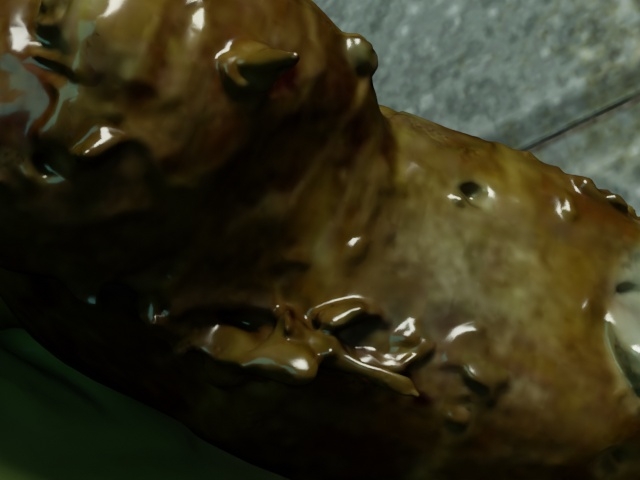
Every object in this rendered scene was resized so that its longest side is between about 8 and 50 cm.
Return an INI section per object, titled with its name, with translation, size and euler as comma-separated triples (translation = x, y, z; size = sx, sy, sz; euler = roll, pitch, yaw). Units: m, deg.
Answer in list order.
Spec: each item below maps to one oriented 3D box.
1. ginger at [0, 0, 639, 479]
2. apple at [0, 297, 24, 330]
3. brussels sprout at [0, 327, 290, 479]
[ginger]
translation = 0.000, 0.000, 0.576
size = 0.418, 0.254, 0.176
euler = 24, 70, -6
[apple]
translation = -0.146, -0.054, 0.799
size = 0.236, 0.207, 0.237
euler = 0, 91, 19
[brussels sprout]
translation = -0.215, 0.239, 0.626
size = 0.342, 0.361, 0.425
euler = 34, 99, 29
